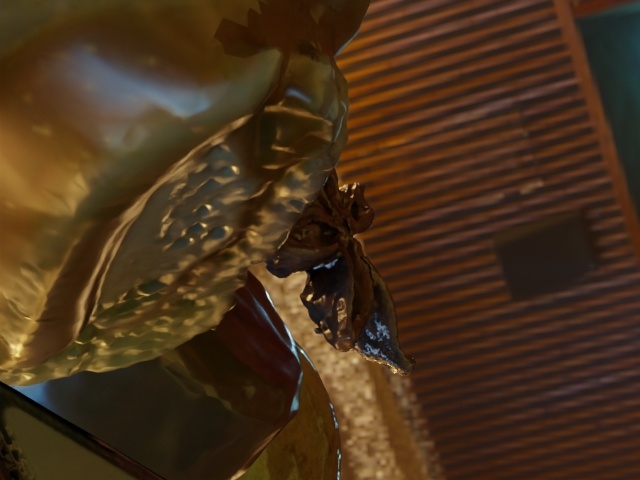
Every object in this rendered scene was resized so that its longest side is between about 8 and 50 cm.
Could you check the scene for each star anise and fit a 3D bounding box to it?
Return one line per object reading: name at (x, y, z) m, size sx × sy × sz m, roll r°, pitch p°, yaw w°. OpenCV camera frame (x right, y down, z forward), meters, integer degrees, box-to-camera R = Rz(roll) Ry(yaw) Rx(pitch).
star anise at (-0.009, -0.004, 1.061) m, size 0.172 × 0.063 × 0.208 m, roll 34°, pitch -147°, yaw -48°

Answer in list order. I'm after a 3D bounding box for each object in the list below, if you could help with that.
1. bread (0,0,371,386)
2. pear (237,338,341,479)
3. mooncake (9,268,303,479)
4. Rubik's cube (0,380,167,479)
bread at (-0.131, -0.133, 0.609) m, size 0.210 × 0.300 × 0.341 m, roll 0°, pitch -111°, yaw -27°
pear at (-0.132, 0.198, 1.463) m, size 0.304 × 0.304 × 0.304 m, roll 18°, pitch -113°, yaw -51°
mooncake at (-0.145, 0.064, 1.091) m, size 0.284 × 0.155 × 0.284 m, roll 41°, pitch -166°, yaw -12°
Rubik's cube at (-0.135, 0.240, 0.545) m, size 0.246 × 0.248 × 0.250 m, roll 36°, pitch -149°, yaw -21°
